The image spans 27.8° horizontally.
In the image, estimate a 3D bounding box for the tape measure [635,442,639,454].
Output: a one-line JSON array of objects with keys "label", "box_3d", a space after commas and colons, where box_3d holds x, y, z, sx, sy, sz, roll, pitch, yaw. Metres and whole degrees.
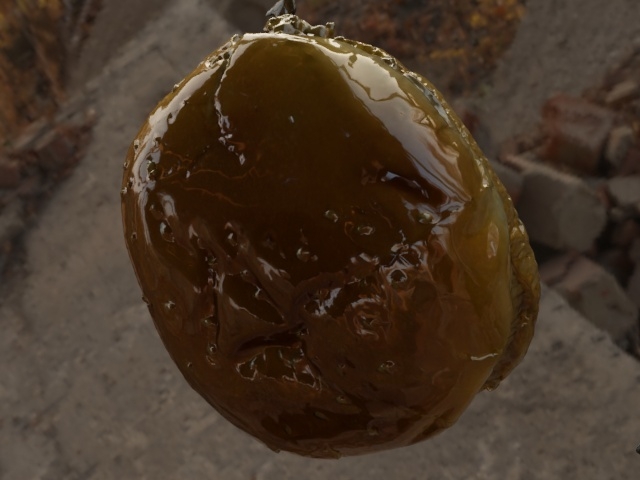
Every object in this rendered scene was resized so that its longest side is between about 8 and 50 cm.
[{"label": "tape measure", "box_3d": [0.452, 0.300, 1.245, 0.084, 0.164, 0.330, -62, 36, 17]}]

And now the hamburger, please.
[{"label": "hamburger", "box_3d": [0.000, 0.000, 0.907, 0.290, 0.314, 0.170, -28, 3, 38]}]
